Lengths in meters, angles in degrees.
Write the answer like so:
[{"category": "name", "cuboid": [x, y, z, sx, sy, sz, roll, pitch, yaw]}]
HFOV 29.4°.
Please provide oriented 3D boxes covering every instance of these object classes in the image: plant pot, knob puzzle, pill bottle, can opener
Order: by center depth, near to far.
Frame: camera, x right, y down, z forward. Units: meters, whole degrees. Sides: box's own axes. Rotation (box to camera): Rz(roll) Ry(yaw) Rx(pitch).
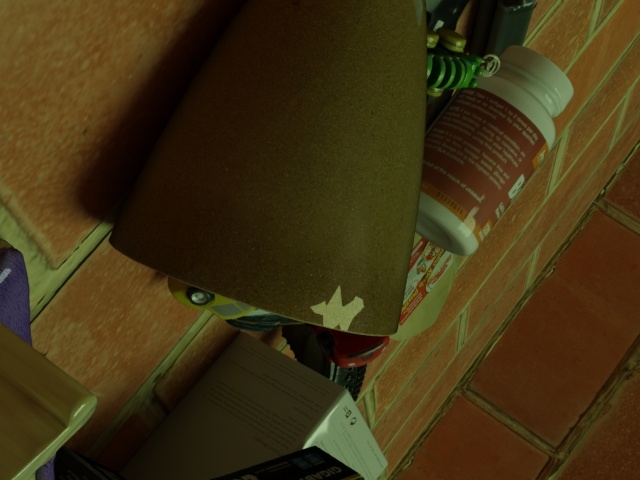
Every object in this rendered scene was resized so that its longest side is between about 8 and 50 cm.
[{"category": "plant pot", "cuboid": [-0.011, -0.083, 0.952, 0.254, 0.237, 0.237, -71, 162, 5]}, {"category": "pill bottle", "cuboid": [0.175, -0.100, 1.317, 0.216, 0.121, 0.121, -52, 164, -9]}, {"category": "can opener", "cuboid": [0.204, -0.283, 1.426, 0.093, 0.074, 0.280, -17, 154, -6]}, {"category": "knob puzzle", "cuboid": [0.121, 0.044, 1.547, 0.213, 0.030, 0.213, -36, 140, -39]}]

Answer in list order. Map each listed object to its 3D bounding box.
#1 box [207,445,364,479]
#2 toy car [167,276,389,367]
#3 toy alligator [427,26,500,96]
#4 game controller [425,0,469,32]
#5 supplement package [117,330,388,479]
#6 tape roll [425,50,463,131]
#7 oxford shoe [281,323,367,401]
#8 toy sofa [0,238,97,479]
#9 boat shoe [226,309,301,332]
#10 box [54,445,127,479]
[{"category": "box", "cuboid": [-0.110, 0.362, 1.208, 0.322, 0.079, 0.257, -8, 116, -47]}, {"category": "toy car", "cuboid": [0.006, 0.019, 1.137, 0.225, 0.239, 0.053, -48, 140, -33]}, {"category": "toy alligator", "cuboid": [0.117, -0.153, 1.085, 0.190, 0.051, 0.056, -2, 124, -47]}, {"category": "game controller", "cuboid": [0.049, -0.192, 1.078, 0.166, 0.067, 0.319, 9, 116, -51]}, {"category": "supplement package", "cuboid": [-0.095, 0.288, 1.396, 0.293, 0.178, 0.175, -48, 141, -20]}, {"category": "tape roll", "cuboid": [0.058, -0.132, 1.272, 0.219, 0.072, 0.219, -48, 162, -22]}, {"category": "oxford shoe", "cuboid": [0.002, 0.132, 1.519, 0.083, 0.096, 0.227, -31, 127, -46]}, {"category": "toy sofa", "cuboid": [-0.235, 0.178, 0.912, 0.177, 0.150, 0.362, -43, 160, -32]}, {"category": "boat shoe", "cuboid": [-0.019, 0.059, 1.300, 0.083, 0.183, 0.065, 89, 0, -72]}, {"category": "box", "cuboid": [-0.259, 0.323, 1.203, 0.207, 0.108, 0.153, -53, 164, -10]}]
